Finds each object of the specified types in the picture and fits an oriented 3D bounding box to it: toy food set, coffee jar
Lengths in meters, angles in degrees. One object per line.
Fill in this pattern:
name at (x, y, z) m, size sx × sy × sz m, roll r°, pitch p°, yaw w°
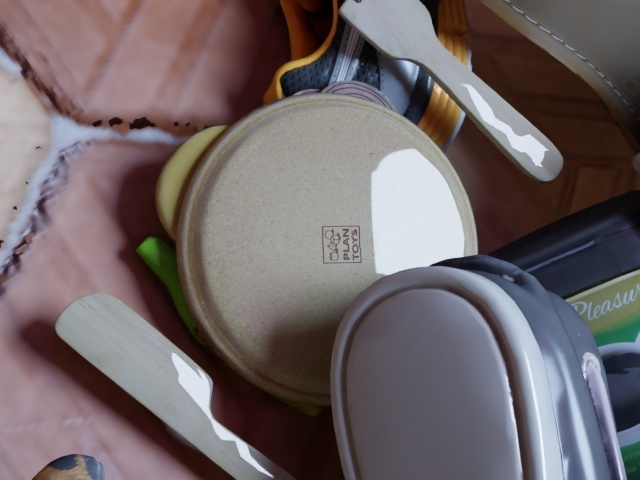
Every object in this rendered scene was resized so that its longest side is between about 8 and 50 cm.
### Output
toy food set at (0.000, 0.000, 0.438) m, size 0.132 × 0.038 × 0.192 m, roll 43°, pitch 75°, yaw -8°
coffee jar at (0.134, 0.076, 0.456) m, size 0.079 × 0.096 × 0.184 m, roll 8°, pitch 59°, yaw -66°

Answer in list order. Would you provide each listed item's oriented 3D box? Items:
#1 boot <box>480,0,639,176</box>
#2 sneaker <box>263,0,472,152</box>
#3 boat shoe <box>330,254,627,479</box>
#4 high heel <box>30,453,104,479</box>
boot at (0.151, -0.129, 0.502) m, size 0.283 × 0.109 × 0.220 m, roll 55°, pitch 25°, yaw 3°
sneaker at (0.018, -0.139, 0.501) m, size 0.083 × 0.084 × 0.215 m, roll 7°, pitch 67°, yaw -19°
boat shoe at (0.077, 0.171, 0.371) m, size 0.095 × 0.112 × 0.335 m, roll 5°, pitch 77°, yaw -50°
high heel at (-0.160, 0.159, 0.270) m, size 0.186 × 0.093 × 0.261 m, roll 24°, pitch 69°, yaw -23°
